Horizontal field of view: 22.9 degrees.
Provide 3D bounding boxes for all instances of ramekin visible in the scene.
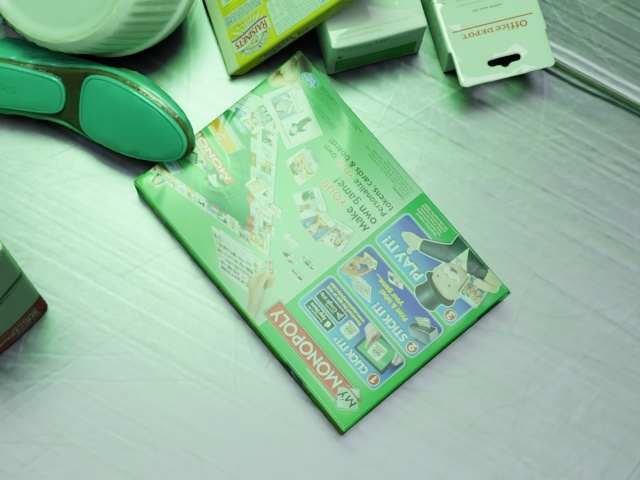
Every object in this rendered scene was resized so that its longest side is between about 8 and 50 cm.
[{"bbox_3d":[-0.224,-0.271,1.485,0.207,0.109,0.207,6,105,23],"label":"ramekin"}]

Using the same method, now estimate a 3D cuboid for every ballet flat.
[{"bbox_3d":[-0.227,-0.147,1.535,0.247,0.083,0.087,17,33,7],"label":"ballet flat"}]

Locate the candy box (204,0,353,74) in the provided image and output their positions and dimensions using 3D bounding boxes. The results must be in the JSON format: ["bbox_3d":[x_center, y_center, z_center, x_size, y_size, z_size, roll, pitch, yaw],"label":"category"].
[{"bbox_3d":[-0.032,-0.251,1.530,0.027,0.206,0.105,-8,75,-49],"label":"candy box"}]

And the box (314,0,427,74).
[{"bbox_3d":[0.043,-0.234,1.569,0.101,0.087,0.102,-14,78,-5],"label":"box"}]

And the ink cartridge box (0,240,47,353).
[{"bbox_3d":[-0.363,-0.003,1.397,0.117,0.283,0.207,-40,82,-10],"label":"ink cartridge box"}]

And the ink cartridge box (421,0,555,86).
[{"bbox_3d":[0.159,-0.238,1.589,0.104,0.060,0.180,-14,78,-6],"label":"ink cartridge box"}]

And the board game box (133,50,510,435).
[{"bbox_3d":[0.000,0.000,1.536,0.213,0.046,0.317,-39,82,-9],"label":"board game box"}]
